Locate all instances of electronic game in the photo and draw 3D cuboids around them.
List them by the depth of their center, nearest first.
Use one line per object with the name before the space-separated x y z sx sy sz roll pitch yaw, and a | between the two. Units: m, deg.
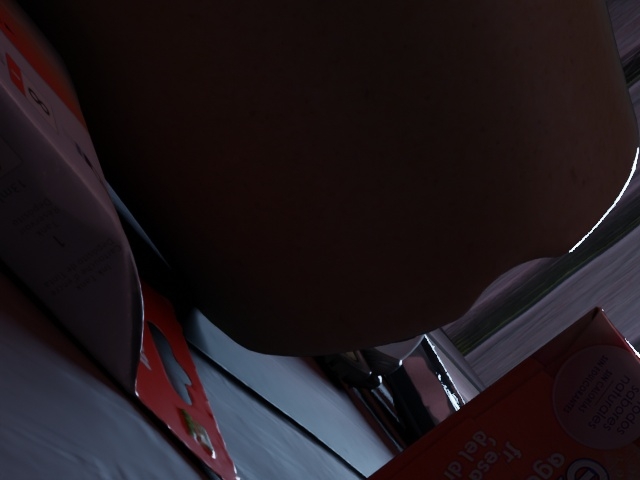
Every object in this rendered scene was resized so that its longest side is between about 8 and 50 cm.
electronic game | 0.082 0.128 1.224 0.229 0.048 0.229 60 4 -8

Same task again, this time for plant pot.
plant pot | -0.013 -0.130 0.724 0.305 0.334 0.334 63 -1 -23

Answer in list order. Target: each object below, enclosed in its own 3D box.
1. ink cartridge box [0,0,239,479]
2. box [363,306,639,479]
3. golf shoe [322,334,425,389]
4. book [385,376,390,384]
ink cartridge box | -0.079 -0.012 0.573 0.179 0.045 0.145 48 6 -31
box | 0.117 0.147 0.714 0.154 0.142 0.300 53 4 15
golf shoe | 0.000 0.000 1.088 0.198 0.094 0.077 52 4 12
book | 0.104 0.152 1.431 0.096 0.035 0.144 50 2 22
